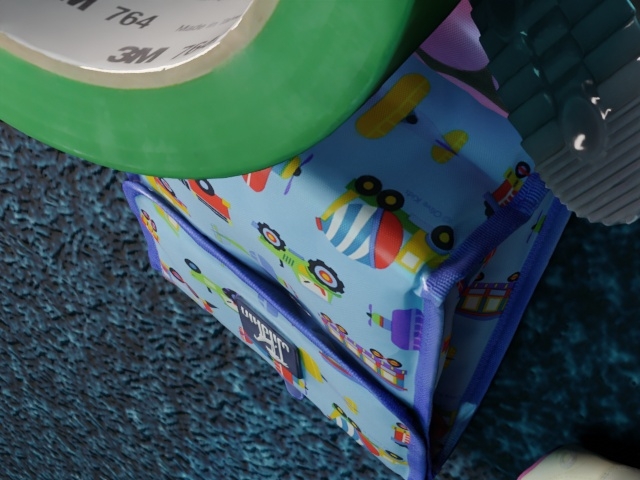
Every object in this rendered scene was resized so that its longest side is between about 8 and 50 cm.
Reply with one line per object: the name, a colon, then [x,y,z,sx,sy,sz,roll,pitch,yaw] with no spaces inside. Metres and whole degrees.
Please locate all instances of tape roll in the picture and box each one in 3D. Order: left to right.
tape roll: [-0.086,-0.173,0.470,0.321,0.077,0.321,23,138,23]

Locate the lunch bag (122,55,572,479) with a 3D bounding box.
lunch bag: [0.000,0.000,0.734,0.221,0.138,0.293,36,152,18]

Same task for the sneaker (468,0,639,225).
sneaker: [0.109,-0.169,0.497,0.112,0.131,0.319,-19,84,66]

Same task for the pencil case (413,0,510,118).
pencil case: [0.049,-0.135,0.583,0.209,0.098,0.095,41,159,10]

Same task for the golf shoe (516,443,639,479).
golf shoe: [0.161,0.241,0.766,0.140,0.115,0.306,33,133,39]
